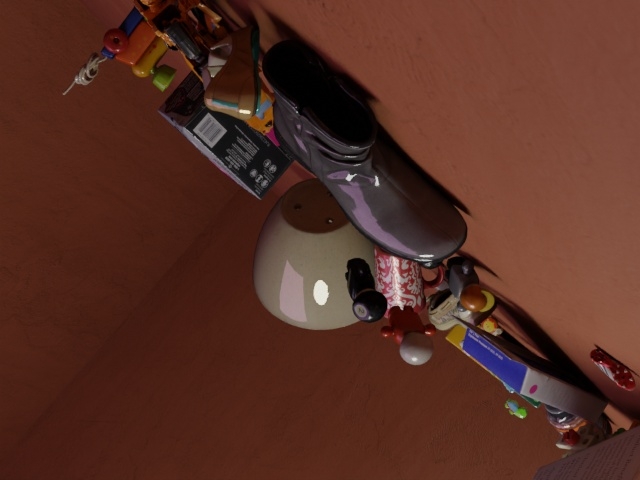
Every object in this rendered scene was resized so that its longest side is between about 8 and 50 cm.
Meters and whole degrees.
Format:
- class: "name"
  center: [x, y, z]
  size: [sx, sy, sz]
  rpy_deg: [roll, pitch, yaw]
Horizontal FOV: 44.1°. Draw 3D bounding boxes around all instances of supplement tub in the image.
- class: "supplement tub"
  center: [0.599, 0.416, 1.853]
  size: [0.198, 0.106, 0.106]
  rpy_deg: [43, 177, -35]

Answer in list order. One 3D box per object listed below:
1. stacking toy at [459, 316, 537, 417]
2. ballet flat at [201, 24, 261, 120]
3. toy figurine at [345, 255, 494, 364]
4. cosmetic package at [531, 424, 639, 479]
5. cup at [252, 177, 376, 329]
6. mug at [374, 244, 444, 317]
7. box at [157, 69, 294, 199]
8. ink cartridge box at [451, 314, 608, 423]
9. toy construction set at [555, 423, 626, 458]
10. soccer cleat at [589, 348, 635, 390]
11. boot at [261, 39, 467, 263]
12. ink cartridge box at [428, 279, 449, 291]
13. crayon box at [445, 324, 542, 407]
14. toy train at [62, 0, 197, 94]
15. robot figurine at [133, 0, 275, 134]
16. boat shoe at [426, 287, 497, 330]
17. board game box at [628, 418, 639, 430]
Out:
- class: "stacking toy"
  center: [0.411, 0.280, 1.763]
  size: [0.221, 0.052, 0.167]
  rpy_deg: [55, -154, 12]
- class: "ballet flat"
  center: [-0.113, -0.225, 1.012]
  size: [0.073, 0.080, 0.232]
  rpy_deg: [3, -150, -7]
- class: "toy figurine"
  center: [0.166, 0.086, 1.369]
  size: [0.213, 0.210, 0.148]
  rpy_deg: [46, -168, -26]
- class: "cosmetic package"
  center: [0.527, 0.564, 1.335]
  size: [0.327, 0.329, 0.393]
  rpy_deg: [41, 147, 6]
- class: "cup"
  center: [0.000, 0.000, 1.776]
  size: [0.331, 0.331, 0.236]
  rpy_deg: [39, 152, 30]
- class: "mug"
  center: [0.178, 0.061, 1.696]
  size: [0.113, 0.150, 0.169]
  rpy_deg: [27, 140, 39]
- class: "box"
  center: [-0.178, -0.229, 1.609]
  size: [0.247, 0.163, 0.142]
  rpy_deg: [43, 175, -40]
- class: "ink cartridge box"
  center: [0.414, 0.262, 1.594]
  size: [0.371, 0.069, 0.176]
  rpy_deg: [29, -174, -39]
- class: "toy construction set"
  center: [0.654, 0.466, 1.604]
  size: [0.328, 0.151, 0.215]
  rpy_deg: [30, 179, -8]
- class: "soccer cleat"
  center: [0.450, 0.198, 1.213]
  size: [0.083, 0.029, 0.036]
  rpy_deg: [43, -172, 34]
- class: "boot"
  center: [0.056, -0.100, 1.029]
  size: [0.338, 0.118, 0.222]
  rpy_deg: [36, 172, 6]
- class: "ink cartridge box"
  center: [0.307, 0.119, 1.925]
  size: [0.083, 0.028, 0.048]
  rpy_deg: [38, 177, 32]
- class: "crayon box"
  center: [0.428, 0.280, 1.983]
  size: [0.323, 0.083, 0.203]
  rpy_deg: [38, -178, 13]
- class: "toy train"
  center: [-0.322, -0.314, 1.402]
  size: [0.143, 0.248, 0.105]
  rpy_deg: [37, 179, -15]
- class: "robot figurine"
  center: [-0.164, -0.284, 1.169]
  size: [0.211, 0.085, 0.291]
  rpy_deg: [52, -175, 34]
- class: "boat shoe"
  center: [0.292, 0.133, 1.731]
  size: [0.089, 0.104, 0.285]
  rpy_deg: [48, 166, -4]
- class: "board game box"
  center: [0.597, 0.433, 1.444]
  size: [0.124, 0.039, 0.259]
  rpy_deg: [27, 141, 26]
